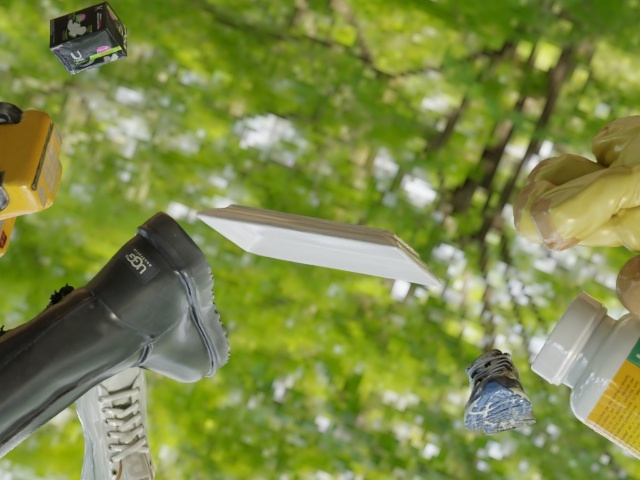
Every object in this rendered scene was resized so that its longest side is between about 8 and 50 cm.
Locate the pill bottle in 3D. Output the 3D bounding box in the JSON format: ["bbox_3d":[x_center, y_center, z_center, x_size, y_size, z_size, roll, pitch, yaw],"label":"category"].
[{"bbox_3d":[0.301,0.137,1.644,0.208,0.117,0.117,34,-166,10],"label":"pill bottle"}]

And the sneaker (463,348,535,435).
[{"bbox_3d":[0.127,0.110,1.353,0.052,0.058,0.135,-17,166,4],"label":"sneaker"}]

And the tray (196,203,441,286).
[{"bbox_3d":[0.000,0.000,2.117,0.270,0.030,0.145,10,167,28],"label":"tray"}]

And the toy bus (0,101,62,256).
[{"bbox_3d":[-0.417,-0.048,1.800,0.333,0.130,0.108,-3,-132,13],"label":"toy bus"}]

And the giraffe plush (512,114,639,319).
[{"bbox_3d":[0.290,-0.008,1.541,0.170,0.210,0.181,60,-155,-13],"label":"giraffe plush"}]

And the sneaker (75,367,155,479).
[{"bbox_3d":[-0.264,0.272,2.476,0.106,0.290,0.123,-14,-153,-34],"label":"sneaker"}]

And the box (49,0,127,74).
[{"bbox_3d":[-0.298,-0.260,2.328,0.062,0.083,0.052,55,-155,-50],"label":"box"}]

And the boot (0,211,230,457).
[{"bbox_3d":[-0.331,0.190,2.233,0.146,0.445,0.367,43,162,23],"label":"boot"}]
